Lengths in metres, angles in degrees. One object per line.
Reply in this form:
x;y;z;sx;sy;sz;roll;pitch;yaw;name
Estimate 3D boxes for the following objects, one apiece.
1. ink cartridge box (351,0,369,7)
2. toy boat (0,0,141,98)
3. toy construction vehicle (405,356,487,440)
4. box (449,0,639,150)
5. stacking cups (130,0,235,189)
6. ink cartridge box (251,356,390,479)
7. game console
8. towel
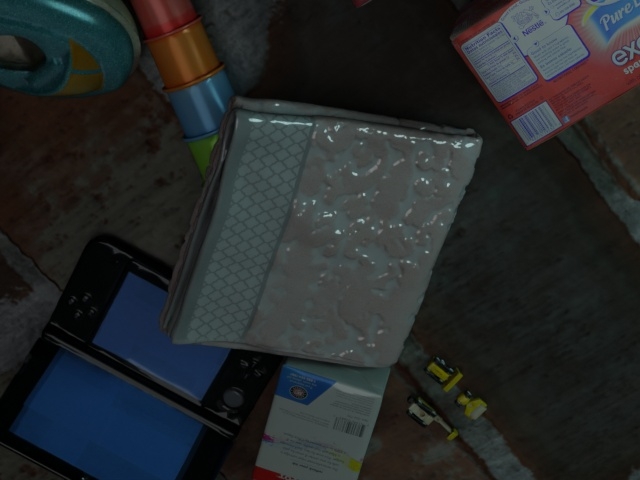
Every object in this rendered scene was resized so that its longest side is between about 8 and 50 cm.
0.028;-0.350;1.388;0.072;0.127;0.175;-28;107;20;ink cartridge box
-0.358;-0.194;1.491;0.268;0.148;0.318;17;146;-39;toy boat
0.157;0.201;1.677;0.098;0.035;0.086;38;105;-10;toy construction vehicle
0.302;-0.249;1.374;0.300;0.142;0.154;-32;105;22;box
-0.140;-0.158;1.528;0.096;0.096;0.316;-19;109;19;stacking cups
-0.005;0.257;1.705;0.134;0.078;0.231;17;117;3;ink cartridge box
-0.229;0.182;1.661;0.293;0.173;0.250;29;117;-4;game console
0.000;0.000;1.532;0.317;0.053;0.331;7;120;-23;towel
